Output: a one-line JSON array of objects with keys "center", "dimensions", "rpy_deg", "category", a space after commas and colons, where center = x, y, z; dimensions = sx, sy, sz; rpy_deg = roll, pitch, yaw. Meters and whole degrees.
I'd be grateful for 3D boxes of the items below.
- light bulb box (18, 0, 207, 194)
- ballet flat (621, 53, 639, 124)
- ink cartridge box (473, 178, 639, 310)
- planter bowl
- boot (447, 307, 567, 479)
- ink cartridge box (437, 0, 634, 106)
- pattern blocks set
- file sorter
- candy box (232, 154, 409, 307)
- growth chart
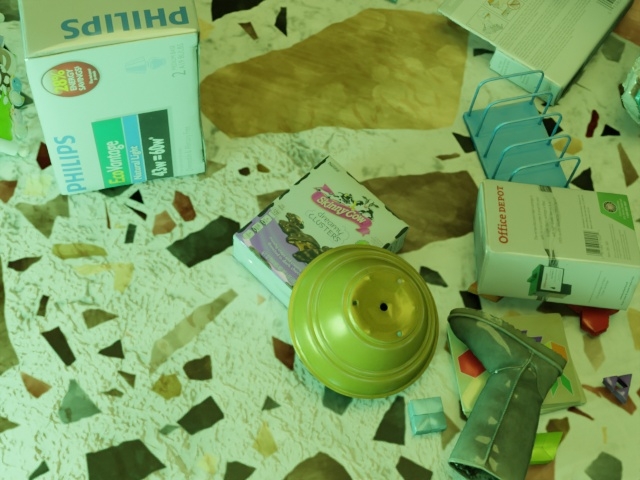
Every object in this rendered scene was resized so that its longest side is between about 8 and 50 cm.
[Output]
[{"center": [-0.300, -0.314, 1.674], "dimensions": [0.225, 0.358, 0.361], "rpy_deg": [-10, 65, -9], "category": "light bulb box"}, {"center": [0.613, -0.303, 1.910], "dimensions": [0.408, 0.147, 0.147], "rpy_deg": [-26, 68, -21], "category": "ballet flat"}, {"center": [0.332, 0.004, 1.698], "dimensions": [0.219, 0.093, 0.160], "rpy_deg": [7, 43, -1], "category": "ink cartridge box"}, {"center": [0.072, 0.097, 1.585], "dimensions": [0.217, 0.090, 0.217], "rpy_deg": [4, 73, -15], "category": "planter bowl"}, {"center": [0.218, 0.212, 1.587], "dimensions": [0.189, 0.076, 0.209], "rpy_deg": [27, 70, 11], "category": "boot"}, {"center": [0.355, -0.381, 1.946], "dimensions": [0.239, 0.060, 0.275], "rpy_deg": [34, 65, 13], "category": "ink cartridge box"}, {"center": [0.273, 0.174, 1.660], "dimensions": [0.324, 0.026, 0.286], "rpy_deg": [3, 62, -4], "category": "pattern blocks set"}, {"center": [0.305, -0.156, 1.795], "dimensions": [0.118, 0.104, 0.170], "rpy_deg": [-12, 64, -11], "category": "file sorter"}, {"center": [0.000, 0.000, 1.699], "dimensions": [0.165, 0.070, 0.196], "rpy_deg": [42, 66, 15], "category": "candy box"}, {"center": [-0.493, -0.240, 1.721], "dimensions": [0.021, 0.172, 0.237], "rpy_deg": [-17, 79, 31], "category": "growth chart"}]
